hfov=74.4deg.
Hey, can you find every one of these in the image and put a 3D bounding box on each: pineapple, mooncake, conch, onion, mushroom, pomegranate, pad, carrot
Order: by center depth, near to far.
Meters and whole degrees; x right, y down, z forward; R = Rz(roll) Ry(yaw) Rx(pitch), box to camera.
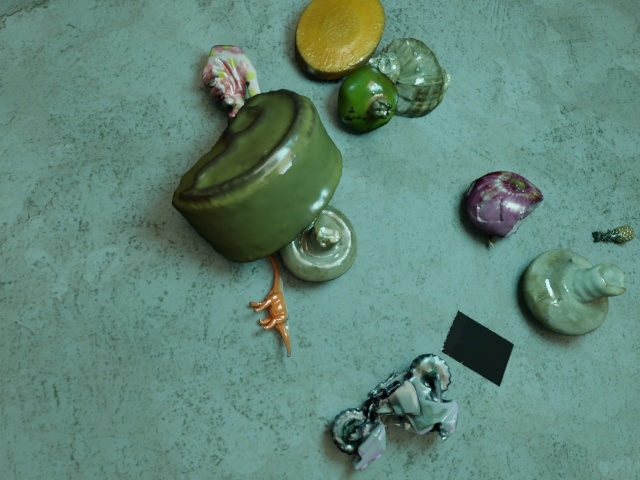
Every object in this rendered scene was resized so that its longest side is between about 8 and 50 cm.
[{"bbox_3d":[-0.150,-0.170,1.023,0.393,0.246,0.394,-27,40,15],"label":"mooncake"},{"bbox_3d":[0.000,0.000,1.040,0.204,0.204,0.204,3,74,-11],"label":"mushroom"},{"bbox_3d":[0.689,0.130,1.139,0.243,0.243,0.244,3,74,-11],"label":"mushroom"},{"bbox_3d":[0.431,0.293,1.152,0.190,0.004,0.127,31,70,-1],"label":"pad"},{"bbox_3d":[0.139,-0.388,1.178,0.180,0.210,0.180,-6,120,-11],"label":"pomegranate"},{"bbox_3d":[0.512,-0.113,1.202,0.207,0.200,0.200,-38,85,-7],"label":"onion"},{"bbox_3d":[0.052,-0.612,1.264,0.258,0.100,0.307,29,78,12],"label":"carrot"},{"bbox_3d":[0.285,-0.501,1.267,0.291,0.159,0.210,-2,74,-14],"label":"conch"},{"bbox_3d":[0.914,-0.014,1.328,0.124,0.058,0.058,-7,75,0],"label":"pineapple"}]

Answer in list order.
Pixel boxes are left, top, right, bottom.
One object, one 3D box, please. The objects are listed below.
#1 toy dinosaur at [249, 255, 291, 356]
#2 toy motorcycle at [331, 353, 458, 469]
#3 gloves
[{"bbox_3d":[-0.123,0.153,1.048,0.101,0.055,0.280,-15,76,-26],"label":"toy dinosaur"},{"bbox_3d":[0.194,0.420,0.993,0.327,0.143,0.188,-32,83,-11],"label":"toy motorcycle"},{"bbox_3d":[-0.247,-0.422,1.153,0.145,0.126,0.241,10,67,-35],"label":"gloves"}]
